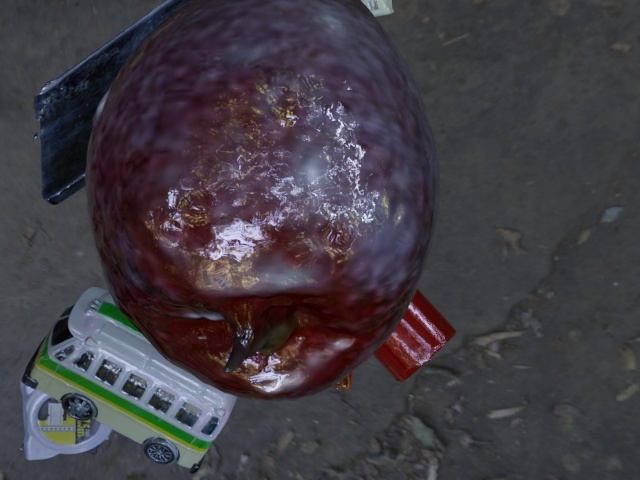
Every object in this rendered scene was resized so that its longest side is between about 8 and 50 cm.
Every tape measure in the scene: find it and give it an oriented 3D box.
[{"bbox_3d":[-0.458,0.305,1.777,0.178,0.105,0.196,6,111,-11],"label":"tape measure"}]

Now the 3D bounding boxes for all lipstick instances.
[{"bbox_3d":[0.001,0.000,0.847,0.073,0.073,0.280,-40,82,-11],"label":"lipstick"}]

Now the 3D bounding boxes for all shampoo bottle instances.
[{"bbox_3d":[0.029,-0.316,1.300,0.141,0.034,0.049,-6,114,28],"label":"shampoo bottle"}]

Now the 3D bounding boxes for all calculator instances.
[{"bbox_3d":[-0.165,-0.148,0.896,0.261,0.021,0.161,-29,50,19],"label":"calculator"}]

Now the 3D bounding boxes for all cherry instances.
[{"bbox_3d":[-0.029,-0.039,0.573,0.202,0.230,0.300,3,55,9],"label":"cherry"}]

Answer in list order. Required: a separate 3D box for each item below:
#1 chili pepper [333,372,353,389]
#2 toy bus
[{"bbox_3d":[0.053,0.202,1.894,0.088,0.064,0.169,57,41,-34],"label":"chili pepper"},{"bbox_3d":[-0.276,0.201,1.478,0.305,0.179,0.143,30,38,-8],"label":"toy bus"}]
